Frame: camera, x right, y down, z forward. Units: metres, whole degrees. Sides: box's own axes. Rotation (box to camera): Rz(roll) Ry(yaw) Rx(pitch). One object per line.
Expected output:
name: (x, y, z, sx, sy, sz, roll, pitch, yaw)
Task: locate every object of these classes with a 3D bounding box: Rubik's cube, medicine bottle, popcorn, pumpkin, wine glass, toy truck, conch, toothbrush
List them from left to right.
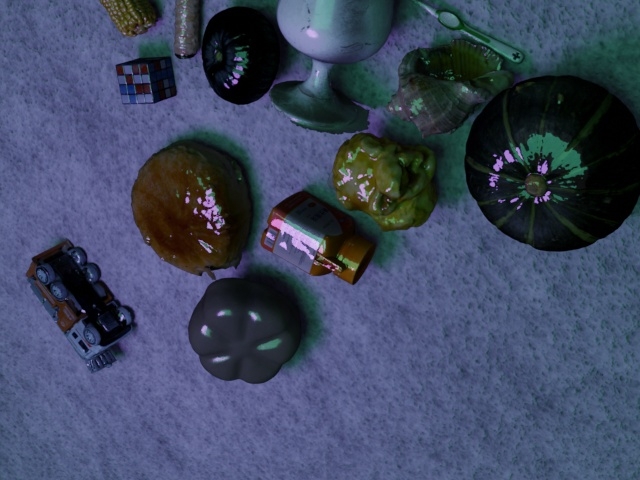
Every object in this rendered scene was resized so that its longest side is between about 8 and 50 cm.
toy truck: (-0.637, 0.186, 2.321, 0.338, 0.133, 0.184, 52, 133, 3)
Rubik's cube: (-0.395, -0.363, 1.997, 0.092, 0.092, 0.092, 3, 112, 26)
pumpkin: (-0.164, -0.386, 1.838, 0.202, 0.140, 0.202, 13, 108, 48)
medicine bottle: (0.000, -0.001, 1.908, 0.222, 0.149, 0.112, 29, 120, 13)
wine glass: (0.023, -0.397, 1.699, 0.238, 0.238, 0.323, 26, 128, 16)
popcorn: (0.144, -0.128, 1.756, 0.203, 0.200, 0.226, -39, 85, 40)
conch: (0.242, -0.293, 1.673, 0.245, 0.163, 0.178, -13, 88, 12)
toothbrush: (0.254, -0.417, 1.686, 0.303, 0.030, 0.030, 32, 121, 11)
pumpkin: (0.419, -0.139, 1.587, 0.323, 0.241, 0.323, 9, 118, 18)

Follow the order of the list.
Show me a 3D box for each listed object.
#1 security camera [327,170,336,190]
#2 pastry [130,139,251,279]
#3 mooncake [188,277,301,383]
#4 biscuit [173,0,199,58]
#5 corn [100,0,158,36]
security camera: (0.047, -0.146, 1.893, 0.058, 0.058, 0.092, 39, 133, 8)
pastry: (-0.307, -0.073, 2.043, 0.329, 0.136, 0.330, 11, 116, 23)
mooncake: (-0.175, 0.216, 2.048, 0.274, 0.135, 0.275, 2, 128, 2)
biscuit: (-0.287, -0.503, 1.909, 0.061, 0.055, 0.219, 12, 116, 16)
corn: (-0.463, -0.587, 1.940, 0.101, 0.101, 0.292, -23, 98, 32)
